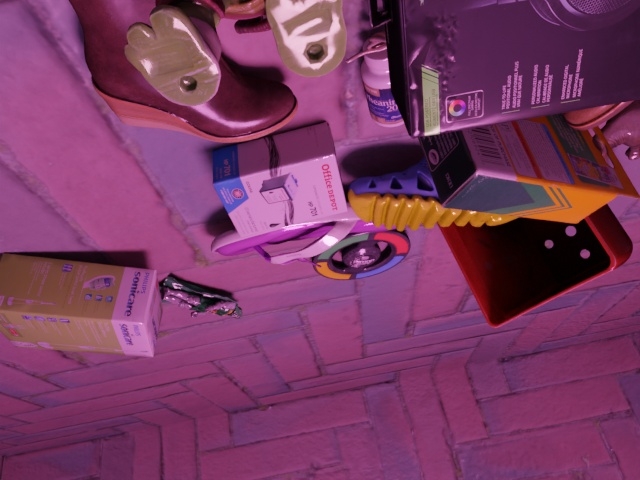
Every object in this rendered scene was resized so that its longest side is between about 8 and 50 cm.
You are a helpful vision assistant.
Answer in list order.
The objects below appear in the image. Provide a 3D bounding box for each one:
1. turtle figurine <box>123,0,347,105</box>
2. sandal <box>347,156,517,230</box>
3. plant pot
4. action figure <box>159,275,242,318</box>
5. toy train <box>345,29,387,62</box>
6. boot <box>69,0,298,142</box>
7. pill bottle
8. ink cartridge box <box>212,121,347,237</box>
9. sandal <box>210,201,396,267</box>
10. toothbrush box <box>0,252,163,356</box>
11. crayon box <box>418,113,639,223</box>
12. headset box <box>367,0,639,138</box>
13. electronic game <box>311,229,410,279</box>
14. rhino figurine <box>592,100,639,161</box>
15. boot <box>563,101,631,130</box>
[{"bbox_3d":[-0.072,-0.249,0.347,0.197,0.266,0.275,7,143,-25],"label":"turtle figurine"},{"bbox_3d":[0.200,-0.095,0.843,0.317,0.138,0.126,-2,164,-12],"label":"sandal"},{"bbox_3d":[0.441,-0.015,0.961,0.235,0.267,0.267,-4,153,-38],"label":"plant pot"},{"bbox_3d":[-0.285,0.152,1.173,0.232,0.064,0.137,20,148,-39],"label":"action figure"},{"bbox_3d":[0.128,-0.289,0.519,0.248,0.105,0.143,-16,140,9],"label":"toy train"},{"bbox_3d":[-0.144,-0.210,0.559,0.248,0.090,0.207,-2,152,-8],"label":"boot"},{"bbox_3d":[0.091,-0.216,0.655,0.067,0.067,0.120,-15,150,8],"label":"pill bottle"},{"bbox_3d":[-0.062,-0.095,0.787,0.190,0.082,0.140,-13,142,5],"label":"ink cartridge box"},{"bbox_3d":[0.000,-0.002,0.919,0.416,0.102,0.169,-11,171,-2],"label":"sandal"},{"bbox_3d":[-0.479,0.140,0.979,0.283,0.122,0.206,8,148,-8],"label":"toothbrush box"},{"bbox_3d":[0.300,-0.137,0.726,0.322,0.203,0.083,4,148,-25],"label":"crayon box"},{"bbox_3d":[0.178,-0.244,0.419,0.283,0.131,0.246,-8,127,4],"label":"headset box"},{"bbox_3d":[0.093,0.033,1.110,0.229,0.048,0.229,-8,150,-5],"label":"electronic game"},{"bbox_3d":[0.520,-0.189,0.808,0.243,0.073,0.106,-35,145,12],"label":"rhino figurine"},{"bbox_3d":[0.405,-0.282,0.629,0.115,0.112,0.305,12,137,-16],"label":"boot"}]
